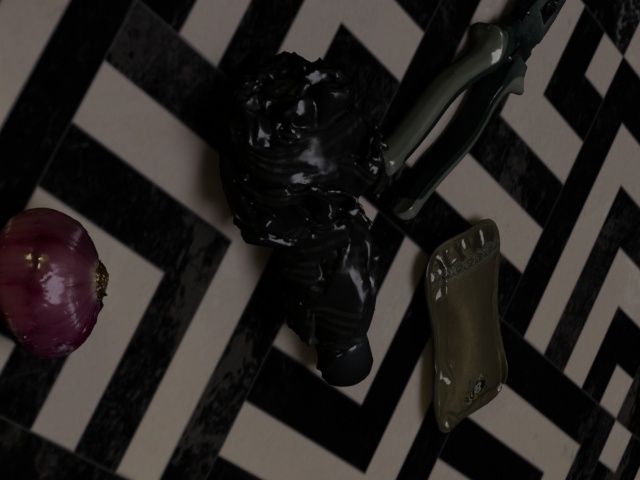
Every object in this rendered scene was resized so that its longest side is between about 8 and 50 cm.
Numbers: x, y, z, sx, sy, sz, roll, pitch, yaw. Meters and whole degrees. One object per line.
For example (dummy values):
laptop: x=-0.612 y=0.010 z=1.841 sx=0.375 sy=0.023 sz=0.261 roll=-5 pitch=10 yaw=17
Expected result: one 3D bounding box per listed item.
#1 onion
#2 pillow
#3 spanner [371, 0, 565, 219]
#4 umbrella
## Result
onion: x=-0.208 y=0.033 z=1.193 sx=0.104 sy=0.115 sz=0.115 roll=-11 pitch=121 yaw=2
pillow: x=0.150 y=0.090 z=1.675 sx=0.130 sy=0.033 sz=0.217 roll=-27 pitch=123 yaw=-43
spanner: x=0.156 y=-0.158 z=1.587 sx=0.325 sy=0.040 sz=0.095 roll=-50 pitch=136 yaw=-24
umbrella: x=-0.007 y=0.005 z=1.393 sx=0.154 sy=0.128 sz=0.336 roll=-33 pitch=130 yaw=-41
